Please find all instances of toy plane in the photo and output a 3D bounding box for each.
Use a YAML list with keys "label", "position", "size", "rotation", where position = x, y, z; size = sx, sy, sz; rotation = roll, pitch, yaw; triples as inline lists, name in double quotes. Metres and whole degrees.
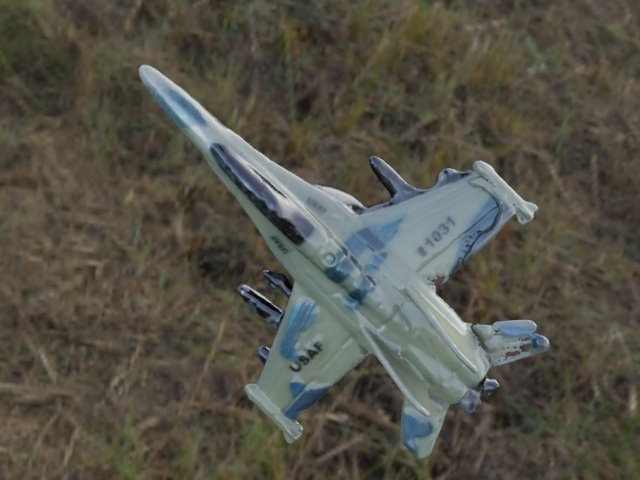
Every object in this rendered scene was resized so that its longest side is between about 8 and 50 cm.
- label: "toy plane"
  position: [0.001, -0.002, 0.721]
  size: [0.262, 0.192, 0.088]
  rotation: [47, 11, 1]
